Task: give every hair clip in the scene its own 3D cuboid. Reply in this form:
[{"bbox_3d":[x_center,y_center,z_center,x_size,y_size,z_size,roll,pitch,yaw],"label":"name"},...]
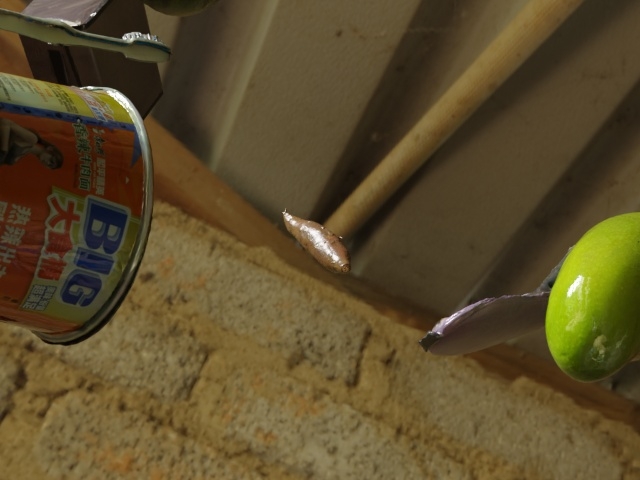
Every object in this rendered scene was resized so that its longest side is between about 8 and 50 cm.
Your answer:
[{"bbox_3d":[0.260,0.090,1.185,0.110,0.359,0.095,-6,-79,53],"label":"hair clip"}]

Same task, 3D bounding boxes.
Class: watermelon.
[{"bbox_3d":[-0.186,-0.340,1.199,0.092,0.181,0.075,58,-44,18],"label":"watermelon"}]

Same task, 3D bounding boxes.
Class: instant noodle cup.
[{"bbox_3d":[-0.337,-0.045,0.916,0.296,0.296,0.214,-19,-22,38],"label":"instant noodle cup"}]

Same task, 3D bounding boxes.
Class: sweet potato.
[{"bbox_3d":[0.000,0.000,1.901,0.314,0.072,0.066,46,-11,53],"label":"sweet potato"}]

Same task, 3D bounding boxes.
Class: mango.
[{"bbox_3d":[0.341,0.062,1.022,0.143,0.293,0.175,9,-70,37],"label":"mango"}]

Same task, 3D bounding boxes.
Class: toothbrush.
[{"bbox_3d":[-0.279,-0.204,0.852,0.294,0.028,0.026,4,-46,-33],"label":"toothbrush"}]

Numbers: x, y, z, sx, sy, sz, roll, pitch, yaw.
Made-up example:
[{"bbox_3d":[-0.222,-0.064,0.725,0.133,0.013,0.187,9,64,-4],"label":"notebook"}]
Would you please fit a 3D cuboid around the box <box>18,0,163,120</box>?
[{"bbox_3d":[-0.393,-0.317,1.556,0.153,0.188,0.252,11,-41,18],"label":"box"}]
